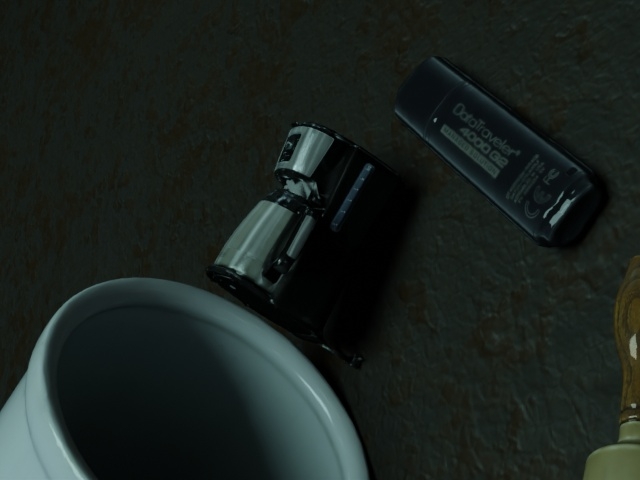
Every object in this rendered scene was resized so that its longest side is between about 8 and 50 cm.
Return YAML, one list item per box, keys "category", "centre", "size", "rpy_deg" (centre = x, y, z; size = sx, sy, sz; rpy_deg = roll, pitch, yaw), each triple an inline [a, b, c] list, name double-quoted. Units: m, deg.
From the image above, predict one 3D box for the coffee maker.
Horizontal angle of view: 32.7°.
- category: "coffee maker"
  centre: [0.000, 0.000, 1.062]
  size: [0.120, 0.171, 0.178]
  rpy_deg: [17, 71, 49]

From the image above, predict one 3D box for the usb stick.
- category: "usb stick"
  centre: [0.149, -0.086, 0.970]
  size: [0.077, 0.045, 0.278]
  rpy_deg: [-54, 37, 12]

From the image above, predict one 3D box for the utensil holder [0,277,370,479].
- category: "utensil holder"
  centre: [-0.189, 0.282, 1.021]
  size: [0.385, 0.328, 0.327]
  rpy_deg: [-53, 38, 29]

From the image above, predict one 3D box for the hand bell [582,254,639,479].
- category: "hand bell"
  centre: [0.219, 0.117, 0.752]
  size: [0.126, 0.126, 0.242]
  rpy_deg: [-27, 41, 45]
